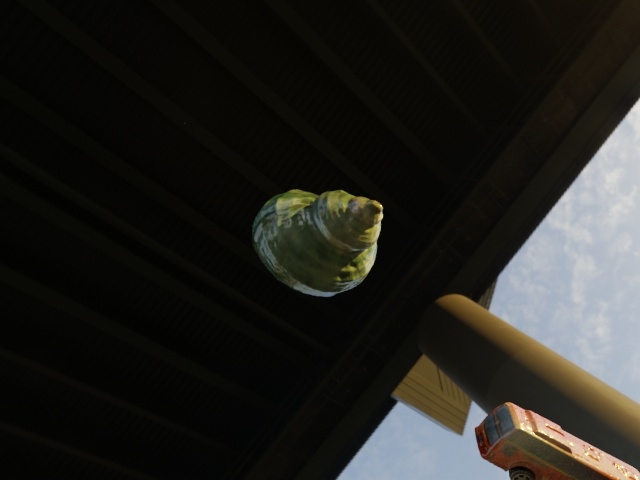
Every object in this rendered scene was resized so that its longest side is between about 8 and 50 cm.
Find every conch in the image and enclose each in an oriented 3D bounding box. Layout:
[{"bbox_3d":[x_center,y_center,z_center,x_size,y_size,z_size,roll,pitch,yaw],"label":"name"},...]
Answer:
[{"bbox_3d":[0.000,0.000,0.652,0.221,0.277,0.195,12,-117,-27],"label":"conch"}]

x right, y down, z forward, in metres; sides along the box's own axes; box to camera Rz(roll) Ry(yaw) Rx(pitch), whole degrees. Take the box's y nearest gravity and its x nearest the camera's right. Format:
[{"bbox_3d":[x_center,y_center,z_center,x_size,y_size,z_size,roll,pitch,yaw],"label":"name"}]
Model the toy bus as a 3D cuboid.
[{"bbox_3d":[0.290,0.270,0.494,0.192,0.065,0.077,28,-71,2],"label":"toy bus"}]
